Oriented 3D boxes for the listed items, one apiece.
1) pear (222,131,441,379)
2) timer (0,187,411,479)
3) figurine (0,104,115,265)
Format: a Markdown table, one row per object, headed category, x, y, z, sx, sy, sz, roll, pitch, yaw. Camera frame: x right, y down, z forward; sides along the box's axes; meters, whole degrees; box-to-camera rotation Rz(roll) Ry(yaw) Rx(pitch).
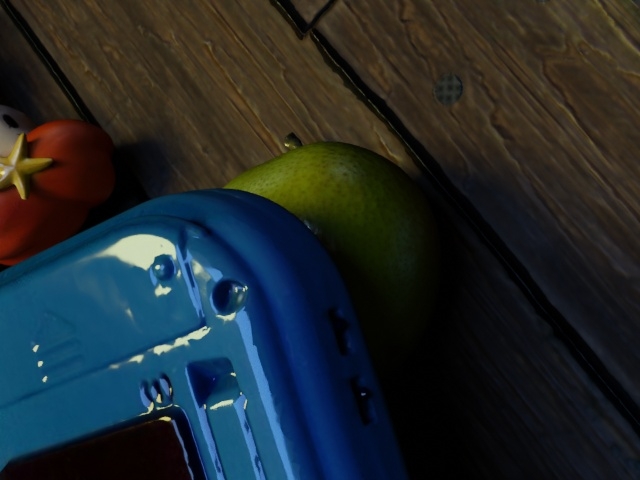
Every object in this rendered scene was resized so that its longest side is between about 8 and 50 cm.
| category | x | y | z | sx | sy | sz | roll | pitch | yaw |
| --- | --- | --- | --- | --- | --- | --- | --- | --- | --- |
| pear | 0.000 | 0.000 | 1.112 | 0.180 | 0.166 | 0.216 | -35 | 36 | 35 |
| timer | -0.106 | 0.142 | 1.017 | 0.340 | 0.115 | 0.309 | -23 | 83 | 38 |
| figurine | -0.302 | -0.062 | 1.304 | 0.208 | 0.181 | 0.257 | -35 | 61 | -20 |
